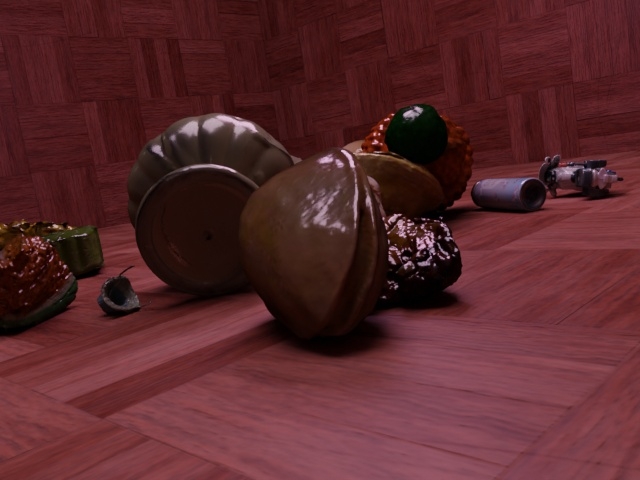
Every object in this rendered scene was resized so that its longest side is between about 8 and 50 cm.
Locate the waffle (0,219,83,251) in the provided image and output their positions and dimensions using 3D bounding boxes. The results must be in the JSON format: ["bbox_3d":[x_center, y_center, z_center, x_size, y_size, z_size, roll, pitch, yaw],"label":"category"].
[{"bbox_3d":[-0.844,0.014,1.740,0.382,0.095,0.379,-8,-11,-14],"label":"waffle"}]

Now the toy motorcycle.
[{"bbox_3d":[0.601,-0.148,1.463,0.150,0.102,0.221,3,7,-2],"label":"toy motorcycle"}]

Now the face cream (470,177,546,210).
[{"bbox_3d":[0.424,-0.108,1.453,0.075,0.075,0.229,-11,7,-17],"label":"face cream"}]

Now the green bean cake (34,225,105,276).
[{"bbox_3d":[-0.631,0.036,1.508,0.200,0.113,0.214,-14,8,-16],"label":"green bean cake"}]

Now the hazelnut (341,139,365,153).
[{"bbox_3d":[0.161,-0.184,1.893,0.261,0.241,0.261,0,35,0],"label":"hazelnut"}]

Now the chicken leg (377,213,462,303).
[{"bbox_3d":[0.065,0.035,0.838,0.177,0.083,0.322,-31,17,-17],"label":"chicken leg"}]

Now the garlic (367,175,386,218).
[{"bbox_3d":[0.007,-0.044,1.201,0.226,0.199,0.199,-35,-8,33],"label":"garlic"}]

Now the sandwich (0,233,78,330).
[{"bbox_3d":[-0.478,0.058,1.006,0.109,0.160,0.185,11,18,6],"label":"sandwich"}]

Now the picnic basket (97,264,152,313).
[{"bbox_3d":[-0.304,0.084,0.968,0.083,0.065,0.083,-30,-7,14],"label":"picnic basket"}]

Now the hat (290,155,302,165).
[{"bbox_3d":[-0.098,-0.121,1.871,0.257,0.257,0.130,-17,-23,-44],"label":"hat"}]

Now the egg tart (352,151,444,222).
[{"bbox_3d":[0.122,-0.089,1.360,0.290,0.115,0.290,9,-17,3],"label":"egg tart"}]

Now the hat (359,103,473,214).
[{"bbox_3d":[0.243,-0.225,1.455,0.285,0.285,0.400,-10,-14,-7],"label":"hat"}]

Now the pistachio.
[{"bbox_3d":[0.000,0.000,0.699,0.163,0.213,0.260,9,8,-25],"label":"pistachio"}]

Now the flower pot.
[{"bbox_3d":[-0.176,-0.048,1.044,0.307,0.307,0.244,-9,23,-1],"label":"flower pot"}]
